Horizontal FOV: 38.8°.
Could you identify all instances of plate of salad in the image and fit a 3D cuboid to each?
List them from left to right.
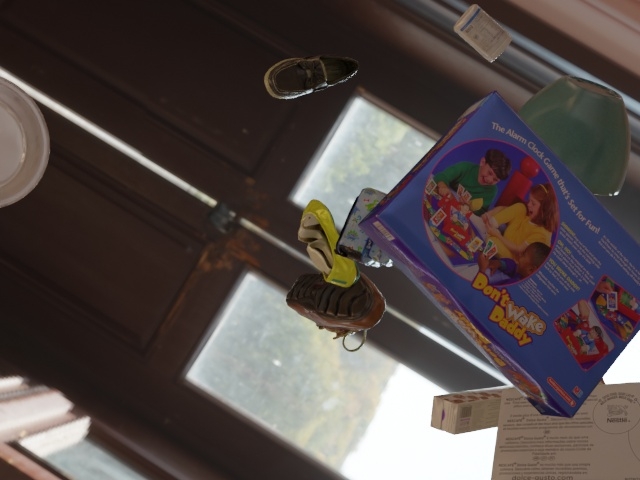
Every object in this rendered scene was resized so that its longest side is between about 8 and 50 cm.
[{"bbox_3d":[-0.490,-0.144,1.308,0.200,0.199,0.048,-59,-170,11],"label":"plate of salad"}]

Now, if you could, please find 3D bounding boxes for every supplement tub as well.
[{"bbox_3d":[0.335,-0.428,1.873,0.071,0.107,0.071,-49,-172,10],"label":"supplement tub"}]

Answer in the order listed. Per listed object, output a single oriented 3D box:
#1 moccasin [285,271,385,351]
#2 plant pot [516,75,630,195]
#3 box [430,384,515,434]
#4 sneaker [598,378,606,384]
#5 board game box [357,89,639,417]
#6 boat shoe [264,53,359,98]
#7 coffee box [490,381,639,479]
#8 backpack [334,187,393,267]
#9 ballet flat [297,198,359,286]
[{"bbox_3d":[0.046,0.150,1.968,0.139,0.147,0.380,-56,-163,-19],"label":"moccasin"},{"bbox_3d":[0.567,-0.251,2.016,0.290,0.290,0.195,-50,160,-65],"label":"plant pot"},{"bbox_3d":[0.342,0.336,1.822,0.324,0.063,0.067,2,97,-46],"label":"box"},{"bbox_3d":[0.472,0.240,1.560,0.042,0.067,0.118,-17,-171,7],"label":"sneaker"},{"bbox_3d":[0.252,0.019,1.151,0.233,0.347,0.078,-46,-174,-16],"label":"board game box"},{"bbox_3d":[-0.014,-0.346,1.864,0.223,0.080,0.073,-20,-173,-39],"label":"boat shoe"},{"bbox_3d":[0.456,0.428,1.307,0.338,0.338,0.334,55,39,-38],"label":"coffee box"},{"bbox_3d":[0.087,-0.017,1.397,0.105,0.084,0.114,19,91,-67],"label":"backpack"},{"bbox_3d":[0.000,0.000,1.774,0.077,0.231,0.077,-1,134,-31],"label":"ballet flat"}]
